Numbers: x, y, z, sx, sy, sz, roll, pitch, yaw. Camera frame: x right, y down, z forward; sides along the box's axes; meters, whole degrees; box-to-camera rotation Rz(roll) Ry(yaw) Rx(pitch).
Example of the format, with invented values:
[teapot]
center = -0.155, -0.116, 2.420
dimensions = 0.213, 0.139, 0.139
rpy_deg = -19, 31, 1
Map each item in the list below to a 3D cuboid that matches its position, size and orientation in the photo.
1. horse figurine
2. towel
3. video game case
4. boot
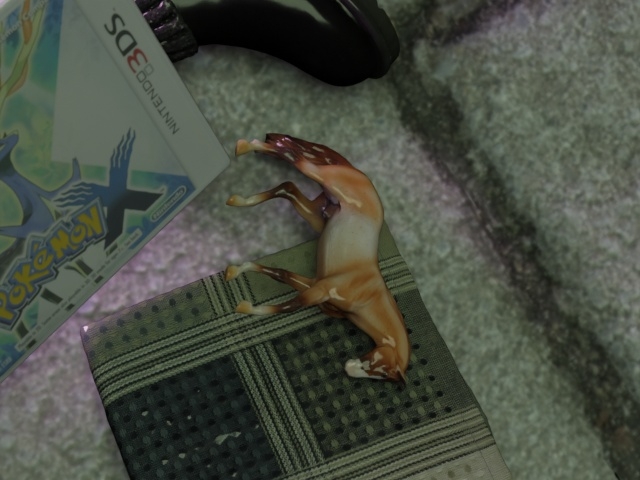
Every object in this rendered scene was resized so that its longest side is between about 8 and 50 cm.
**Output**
[horse figurine]
center = 0.000, 0.000, 1.612
dimensions = 0.174, 0.066, 0.263
rpy_deg = 9, 54, -17
[towel]
center = -0.021, 0.160, 1.603
dimensions = 0.324, 0.056, 0.312
rpy_deg = -19, 65, -13
[video game case]
center = -0.253, -0.055, 1.483
dimensions = 0.329, 0.300, 0.036
rpy_deg = -44, 47, -13
[boot]
center = -0.128, -0.178, 1.633
dimensions = 0.348, 0.131, 0.260
rpy_deg = 31, 73, 1
